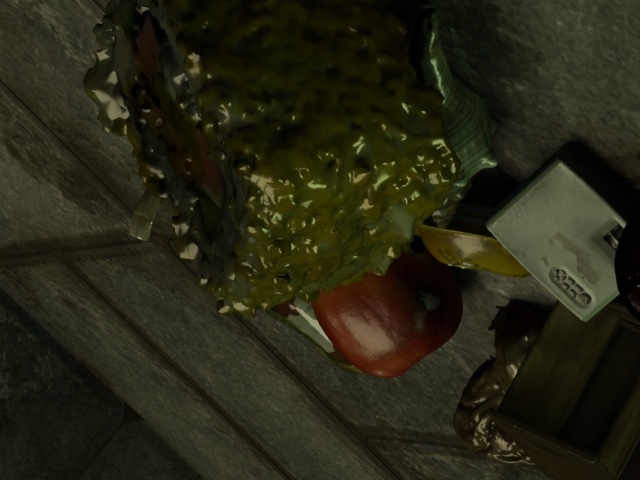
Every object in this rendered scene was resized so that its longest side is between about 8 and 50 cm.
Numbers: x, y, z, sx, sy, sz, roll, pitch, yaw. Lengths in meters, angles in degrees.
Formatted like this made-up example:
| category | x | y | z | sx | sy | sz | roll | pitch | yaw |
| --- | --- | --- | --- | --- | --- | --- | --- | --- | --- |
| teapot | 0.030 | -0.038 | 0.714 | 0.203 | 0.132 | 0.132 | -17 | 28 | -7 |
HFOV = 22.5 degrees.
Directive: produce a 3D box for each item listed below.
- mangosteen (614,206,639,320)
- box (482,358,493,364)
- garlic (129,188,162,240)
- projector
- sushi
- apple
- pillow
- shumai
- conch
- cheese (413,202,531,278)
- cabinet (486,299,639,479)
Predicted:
| category | x | y | z | sx | sy | sz | roll | pitch | yaw |
| --- | --- | --- | --- | --- | --- | --- | --- | --- | --- |
| mangosteen | 0.358 | 0.022 | 1.532 | 0.152 | 0.152 | 0.152 | 33 | 158 | 15 |
| box | 0.323 | 0.256 | 2.177 | 0.245 | 0.035 | 0.139 | 29 | 157 | 24 |
| garlic | -0.179 | -0.078 | 2.117 | 0.131 | 0.194 | 0.127 | 9 | 154 | 43 |
| projector | 0.262 | -0.009 | 1.649 | 0.147 | 0.061 | 0.115 | 44 | 120 | -5 |
| sushi | -0.064 | -0.129 | 1.618 | 0.397 | 0.240 | 0.351 | 61 | 157 | 19 |
| apple | 0.080 | 0.070 | 2.022 | 0.199 | 0.199 | 0.199 | 33 | 158 | 15 |
| pillow | -0.009 | 0.111 | 2.373 | 0.233 | 0.086 | 0.214 | 39 | 169 | -7 |
| shumai | 0.247 | 0.173 | 1.980 | 0.205 | 0.166 | 0.176 | -3 | 130 | 33 |
| conch | 0.119 | -0.124 | 1.671 | 0.137 | 0.114 | 0.234 | 0 | 102 | 47 |
| cheese | 0.170 | -0.001 | 1.821 | 0.176 | 0.069 | 0.270 | 12 | 178 | -20 |
| cabinet | 0.311 | 0.178 | 1.794 | 0.148 | 0.175 | 0.215 | 23 | 167 | 33 |
